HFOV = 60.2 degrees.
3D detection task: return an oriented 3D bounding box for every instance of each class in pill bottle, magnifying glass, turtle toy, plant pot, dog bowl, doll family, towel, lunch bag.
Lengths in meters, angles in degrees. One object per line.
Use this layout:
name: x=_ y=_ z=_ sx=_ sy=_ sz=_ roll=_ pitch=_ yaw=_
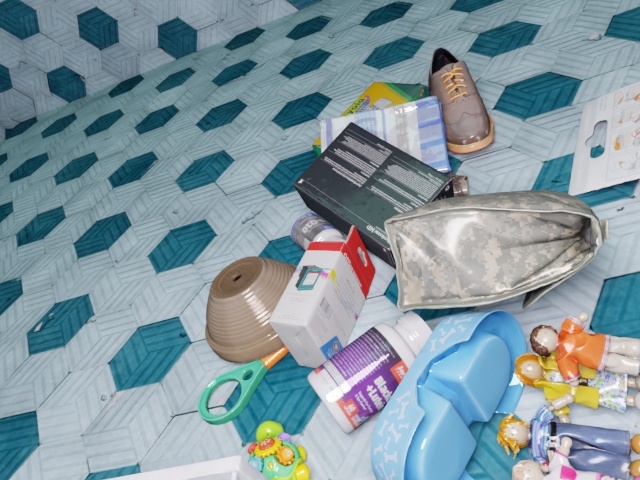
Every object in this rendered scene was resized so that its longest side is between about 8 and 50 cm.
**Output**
pill bottle: x=0.000 y=0.000 z=1.145 sx=0.078 sy=0.078 sz=0.137 roll=-37 pitch=39 yaw=-12
magnifying glass: x=-0.122 y=0.238 z=0.993 sx=0.231 sy=0.026 sz=0.092 roll=-38 pitch=39 yaw=-14
turtle toy: x=-0.072 y=0.320 z=0.824 sx=0.095 sy=0.066 sz=0.130 roll=-20 pitch=12 yaw=-4
pill bottle: x=0.086 y=0.196 z=0.848 sx=0.193 sy=0.108 sz=0.108 roll=-35 pitch=39 yaw=-9
plant pot: x=-0.133 y=0.108 z=1.059 sx=0.237 sy=0.110 sz=0.237 roll=-20 pitch=33 yaw=14
dog bowl: x=0.173 y=0.220 z=0.735 sx=0.074 sy=0.166 sz=0.297 roll=4 pitch=47 yaw=49
doll family: x=0.314 y=0.226 z=0.698 sx=0.163 sy=0.118 sz=0.263 roll=5 pitch=67 yaw=27
towel: x=0.135 y=-0.214 z=1.226 sx=0.285 sy=0.034 sz=0.209 roll=-8 pitch=61 yaw=14
lunch bag: x=0.274 y=0.007 z=0.836 sx=0.287 sy=0.169 sz=0.235 roll=-9 pitch=4 yaw=24

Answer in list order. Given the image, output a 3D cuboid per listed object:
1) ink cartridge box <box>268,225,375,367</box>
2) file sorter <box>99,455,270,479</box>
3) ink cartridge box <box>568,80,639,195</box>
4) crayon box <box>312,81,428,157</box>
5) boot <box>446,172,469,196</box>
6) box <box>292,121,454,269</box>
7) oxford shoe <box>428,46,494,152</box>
ink cartridge box: x=0.012 y=0.096 z=0.984 sx=0.078 sy=0.134 sz=0.231 roll=1 pitch=45 yaw=32
file sorter: x=-0.190 y=0.414 z=0.704 sx=0.277 sy=0.193 sz=0.173 roll=-15 pitch=43 yaw=15
ink cartridge box: x=0.672 y=-0.199 z=0.995 sx=0.385 sy=0.091 sz=0.308 roll=-15 pitch=37 yaw=43
crayon box: x=0.132 y=-0.284 z=1.383 sx=0.165 sy=0.081 sz=0.278 roll=18 pitch=58 yaw=41
boot: x=0.259 y=-0.097 z=1.131 sx=0.087 sy=0.042 sz=0.118 roll=-5 pitch=44 yaw=24
box: x=0.104 y=-0.093 z=1.094 sx=0.261 sy=0.103 sz=0.184 roll=37 pitch=77 yaw=31
oxford shoe: x=0.309 y=-0.332 z=1.291 sx=0.130 sy=0.133 sz=0.364 roll=-19 pitch=39 yaw=11
